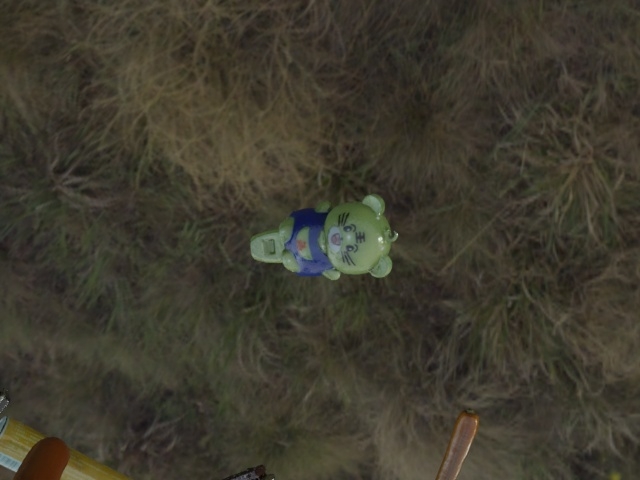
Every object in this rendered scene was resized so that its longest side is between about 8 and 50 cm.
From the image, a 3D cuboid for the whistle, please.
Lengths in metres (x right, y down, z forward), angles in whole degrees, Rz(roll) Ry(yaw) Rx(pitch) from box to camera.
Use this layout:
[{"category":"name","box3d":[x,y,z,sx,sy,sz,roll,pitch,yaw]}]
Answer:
[{"category":"whistle","box3d":[0.000,0.000,1.089,0.228,0.085,0.105,-5,92,33]}]

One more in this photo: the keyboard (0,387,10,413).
[{"category":"keyboard","box3d":[-0.473,0.282,1.057,0.025,0.230,0.094,41,163,-13]}]

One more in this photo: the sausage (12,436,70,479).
[{"category":"sausage","box3d":[-0.501,0.417,1.499,0.076,0.197,0.076,0,110,-1]}]

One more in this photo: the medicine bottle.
[{"category":"medicine bottle","box3d":[-0.495,0.503,1.773,0.426,0.108,0.108,36,126,-22]}]

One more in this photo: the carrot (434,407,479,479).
[{"category":"carrot","box3d":[0.241,0.427,1.578,0.043,0.043,0.247,19,101,0]}]

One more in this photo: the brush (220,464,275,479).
[{"category":"brush","box3d":[-0.186,0.403,1.308,0.248,0.043,0.036,-26,83,18]}]
